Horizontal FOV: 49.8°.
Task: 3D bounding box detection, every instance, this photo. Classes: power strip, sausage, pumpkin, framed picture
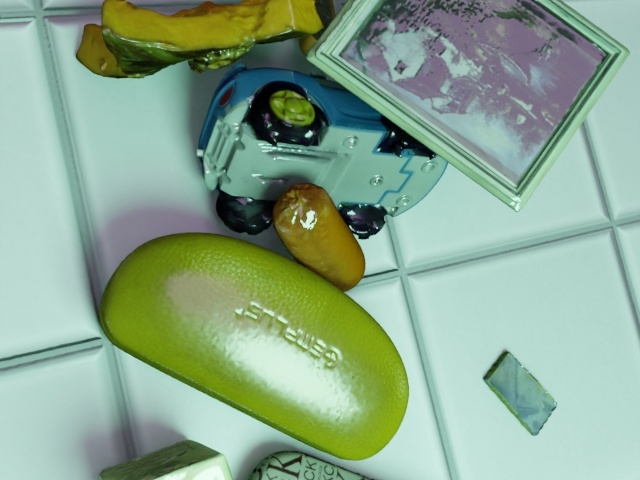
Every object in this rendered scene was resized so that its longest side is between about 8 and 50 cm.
[{"bbox_3d":[-0.002,-0.275,0.902,0.049,0.028,0.178,14,43,-20],"label":"power strip"},{"bbox_3d":[0.000,0.000,0.810,0.076,0.197,0.076,-8,61,16],"label":"sausage"},{"bbox_3d":[-0.122,-0.245,0.784,0.290,0.258,0.095,-21,111,-22],"label":"pumpkin"},{"bbox_3d":[0.168,-0.208,0.764,0.296,0.019,0.232,35,85,-1],"label":"framed picture"}]

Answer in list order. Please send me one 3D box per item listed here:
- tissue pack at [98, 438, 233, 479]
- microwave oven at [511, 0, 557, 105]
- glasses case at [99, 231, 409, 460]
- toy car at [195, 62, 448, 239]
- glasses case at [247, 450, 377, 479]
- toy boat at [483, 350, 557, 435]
[{"bbox_3d":[-0.134,0.338,0.708,0.125,0.159,0.234,-16,86,-24],"label":"tissue pack"},{"bbox_3d":[0.235,-0.232,0.914,0.240,0.145,0.193,-15,88,-66],"label":"microwave oven"},{"bbox_3d":[-0.060,0.112,0.792,0.371,0.141,0.173,31,69,-15],"label":"glasses case"},{"bbox_3d":[0.007,-0.119,0.851,0.314,0.198,0.166,2,55,-24],"label":"toy car"},{"bbox_3d":[0.067,0.363,0.827,0.355,0.085,0.137,27,70,-16],"label":"glasses case"},{"bbox_3d":[0.286,0.218,0.983,0.115,0.016,0.063,48,67,-7],"label":"toy boat"}]
